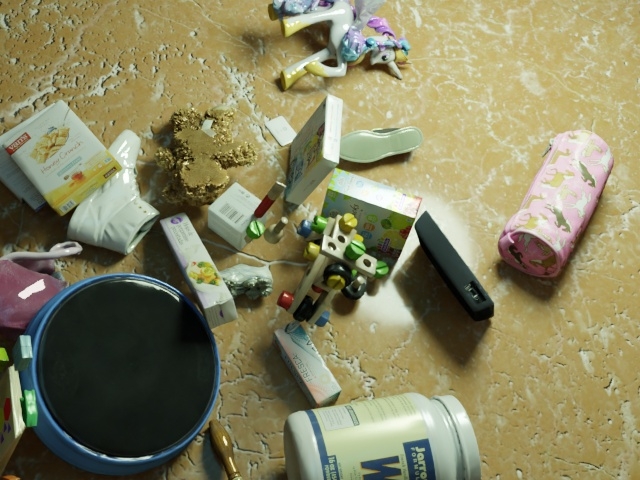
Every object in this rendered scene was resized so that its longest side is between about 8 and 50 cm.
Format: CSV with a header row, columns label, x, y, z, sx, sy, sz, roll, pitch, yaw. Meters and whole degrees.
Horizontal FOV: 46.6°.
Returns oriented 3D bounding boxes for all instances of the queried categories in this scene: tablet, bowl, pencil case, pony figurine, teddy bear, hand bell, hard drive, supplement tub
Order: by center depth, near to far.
label,x,y,z,sx,sy,sz,roll,pitch,yaw
supplement tub,0.108,0.413,1.387,0.325,0.235,0.235,-7,61,-11
bowl,-0.371,0.243,1.424,0.391,0.077,0.390,15,61,-28
hand bell,-0.166,0.448,1.425,0.126,0.126,0.242,-16,51,-16
hard drive,0.296,0.064,1.661,0.054,0.172,0.254,-34,70,2
teddy bear,-0.278,-0.202,1.765,0.245,0.113,0.338,-16,50,-15
pencil case,0.568,-0.091,1.788,0.167,0.160,0.386,16,57,30
tablet,-0.098,-0.279,1.894,0.054,0.006,0.083,-28,68,-22
pony figurine,0.056,-0.583,1.969,0.364,0.303,0.350,-12,95,-18

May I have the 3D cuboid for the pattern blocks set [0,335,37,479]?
label,x,y,z,sx,sy,sz,roll,pitch,yaw
pattern blocks set,-0.562,0.325,1.318,0.026,0.325,0.285,8,56,-38

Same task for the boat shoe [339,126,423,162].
label,x,y,z,sx,sy,sz,roll,pitch,yaw
boat shoe,0.141,-0.240,1.871,0.228,0.069,0.081,-8,97,-10

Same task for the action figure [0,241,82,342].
label,x,y,z,sx,sy,sz,roll,pitch,yaw
action figure,-0.679,0.079,1.435,0.370,0.248,0.275,22,85,-21

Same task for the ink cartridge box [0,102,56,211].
label,x,y,z,sx,sy,sz,roll,pitch,yaw
ink cartridge box,-0.643,-0.190,1.746,0.224,0.045,0.223,43,64,15

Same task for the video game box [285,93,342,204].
label,x,y,z,sx,sy,sz,roll,pitch,yaw
video game box,-0.015,-0.211,1.751,0.048,0.205,0.187,19,57,-19

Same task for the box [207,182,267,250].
label,x,y,z,sx,sy,sz,roll,pitch,yaw
box,-0.190,-0.054,1.704,0.101,0.087,0.102,36,60,13

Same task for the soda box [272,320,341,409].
label,x,y,z,sx,sy,sz,roll,pitch,yaw
soda box,-0.030,0.261,1.560,0.063,0.058,0.183,-26,67,-20

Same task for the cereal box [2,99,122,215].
label,x,y,z,sx,sy,sz,roll,pitch,yaw
cereal box,-0.578,-0.188,1.660,0.173,0.047,0.240,-42,65,-10

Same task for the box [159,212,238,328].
label,x,y,z,sx,sy,sz,roll,pitch,yaw
box,-0.262,0.056,1.575,0.063,0.067,0.324,-20,41,-16

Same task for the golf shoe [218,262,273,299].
label,x,y,z,sx,sy,sz,roll,pitch,yaw
golf shoe,-0.193,0.087,1.648,0.176,0.069,0.086,3,35,-5

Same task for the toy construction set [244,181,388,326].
label,x,y,z,sx,sy,sz,roll,pitch,yaw
toy construction set,0.000,0.000,1.553,0.309,0.237,0.257,44,53,2

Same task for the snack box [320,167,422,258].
label,x,y,z,sx,sy,sz,roll,pitch,yaw
snack box,0.108,-0.059,1.696,0.207,0.174,0.070,20,56,5

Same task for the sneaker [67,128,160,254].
label,x,y,z,sx,sy,sz,roll,pitch,yaw
sneaker,-0.434,-0.104,1.698,0.169,0.108,0.292,19,69,2
